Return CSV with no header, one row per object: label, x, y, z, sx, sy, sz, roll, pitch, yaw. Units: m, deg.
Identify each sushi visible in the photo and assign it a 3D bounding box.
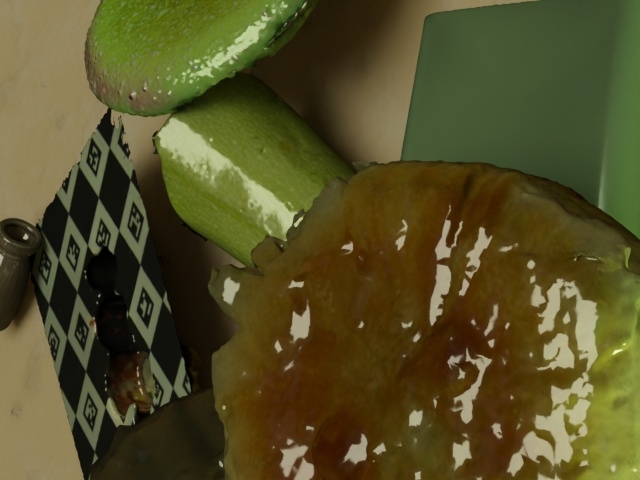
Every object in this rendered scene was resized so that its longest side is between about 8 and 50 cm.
sushi,-0.163,0.064,1.594,0.264,0.050,0.290,-51,51,50

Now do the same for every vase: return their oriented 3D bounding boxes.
vase,-0.290,0.030,1.705,0.053,0.053,0.100,52,127,36

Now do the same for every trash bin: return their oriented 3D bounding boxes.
trash bin,0.154,0.022,1.232,0.223,0.158,0.343,0,82,43

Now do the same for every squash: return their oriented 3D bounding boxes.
squash,0.005,0.004,1.421,0.287,0.137,0.137,42,111,26

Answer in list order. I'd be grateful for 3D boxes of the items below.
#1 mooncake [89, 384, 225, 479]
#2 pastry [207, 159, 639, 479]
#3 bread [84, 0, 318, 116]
mooncake,-0.073,0.200,1.367,0.124,0.228,0.228,46,113,39
pastry,0.076,0.103,1.085,0.330,0.136,0.329,-11,73,39
bread,-0.079,-0.215,1.484,0.301,0.045,0.301,-30,35,24
